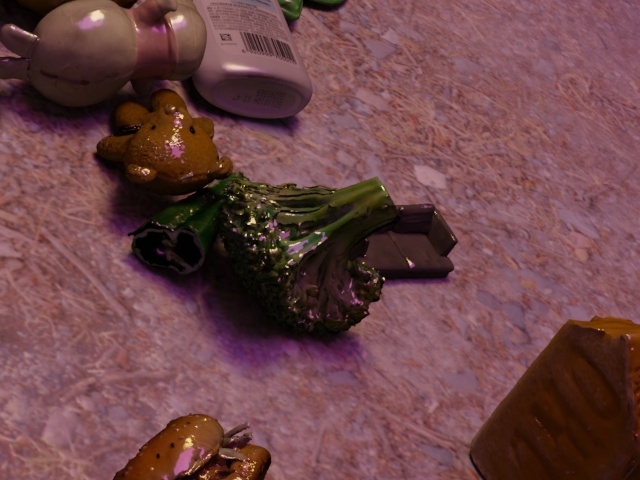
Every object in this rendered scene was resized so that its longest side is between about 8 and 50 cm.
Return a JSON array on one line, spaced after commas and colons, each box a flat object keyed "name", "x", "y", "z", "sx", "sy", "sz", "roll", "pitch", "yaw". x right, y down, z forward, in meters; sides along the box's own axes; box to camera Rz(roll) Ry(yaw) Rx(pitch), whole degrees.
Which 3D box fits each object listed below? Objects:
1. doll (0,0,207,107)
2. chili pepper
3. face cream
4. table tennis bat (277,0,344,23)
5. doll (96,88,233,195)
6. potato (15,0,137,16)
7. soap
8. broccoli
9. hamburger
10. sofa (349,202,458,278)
[{"name": "doll", "x": -0.236, "y": -0.222, "z": 1.897, "sx": 0.275, "sy": 0.155, "sz": 0.113, "roll": -19, "pitch": 57, "yaw": -38}, {"name": "chili pepper", "x": -0.132, "y": -0.035, "z": 1.844, "sx": 0.088, "sy": 0.059, "sz": 0.227, "roll": 14, "pitch": 26, "yaw": 12}, {"name": "face cream", "x": -0.122, "y": -0.294, "z": 2.143, "sx": 0.163, "sy": 0.080, "sz": 0.337, "roll": 7, "pitch": 41, "yaw": -30}, {"name": "table tennis bat", "x": -0.034, "y": -0.370, "z": 2.349, "sx": 0.160, "sy": 0.039, "sz": 0.257, "roll": 27, "pitch": 30, "yaw": -8}, {"name": "doll", "x": -0.180, "y": -0.124, "z": 1.856, "sx": 0.137, "sy": 0.097, "sz": 0.209, "roll": -9, "pitch": 33, "yaw": -19}, {"name": "potato", "x": -0.332, "y": -0.363, "z": 1.995, "sx": 0.299, "sy": 0.196, "sz": 0.246, "roll": 9, "pitch": 26, "yaw": 19}, {"name": "soap", "x": 0.275, "y": 0.186, "z": 1.699, "sx": 0.080, "sy": 0.257, "sz": 0.160, "roll": -8, "pitch": 51, "yaw": -43}, {"name": "broccoli", "x": 0.000, "y": 0.000, "z": 1.772, "sx": 0.220, "sy": 0.194, "sz": 0.194, "roll": 55, "pitch": 27, "yaw": -24}, {"name": "hamburger", "x": -0.123, "y": 0.223, "z": 1.438, "sx": 0.113, "sy": 0.177, "sz": 0.185, "roll": 29, "pitch": 61, "yaw": 8}, {"name": "sofa", "x": 0.094, "y": -0.003, "z": 1.969, "sx": 0.147, "sy": 0.060, "sz": 0.085, "roll": 1, "pitch": 45, "yaw": -37}]
